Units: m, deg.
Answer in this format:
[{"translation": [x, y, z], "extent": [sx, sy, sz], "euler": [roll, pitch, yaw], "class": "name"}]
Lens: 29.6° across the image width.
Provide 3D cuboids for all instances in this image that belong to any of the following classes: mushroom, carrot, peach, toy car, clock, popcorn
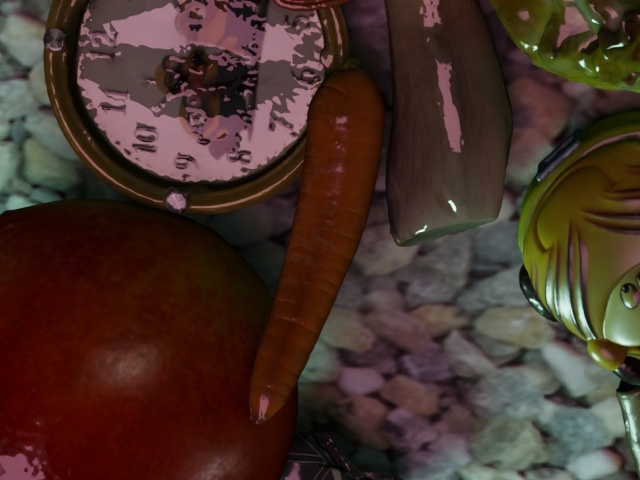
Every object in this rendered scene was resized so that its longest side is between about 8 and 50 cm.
[{"translation": [0.093, -0.097, 0.900], "extent": [0.096, 0.108, 0.247], "euler": [-14, 118, -13], "class": "mushroom"}, {"translation": [0.000, 0.001, 0.872], "extent": [0.062, 0.066, 0.271], "euler": [14, 86, -9], "class": "carrot"}, {"translation": [-0.193, 0.139, 0.941], "extent": [0.370, 0.370, 0.370], "euler": [6, 117, 12], "class": "peach"}, {"translation": [0.260, 0.031, 0.892], "extent": [0.248, 0.142, 0.200], "euler": [37, 118, -8], "class": "toy car"}, {"translation": [-0.092, -0.138, 0.928], "extent": [0.237, 0.057, 0.237], "euler": [0, 100, 0], "class": "clock"}, {"translation": [0.208, -0.185, 0.775], "extent": [0.198, 0.212, 0.198], "euler": [-5, 107, -18], "class": "popcorn"}]

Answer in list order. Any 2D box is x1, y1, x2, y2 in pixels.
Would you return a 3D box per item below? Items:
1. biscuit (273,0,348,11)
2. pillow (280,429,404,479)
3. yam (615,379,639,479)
[{"translation": [-0.015, -0.228, 0.879], "extent": [0.102, 0.019, 0.130], "euler": [-30, 97, 2], "class": "biscuit"}, {"translation": [-0.062, 0.293, 1.135], "extent": [0.161, 0.092, 0.335], "euler": [39, 120, -11], "class": "pillow"}, {"translation": [0.314, 0.258, 1.049], "extent": [0.045, 0.045, 0.327], "euler": [-24, 110, -8], "class": "yam"}]
